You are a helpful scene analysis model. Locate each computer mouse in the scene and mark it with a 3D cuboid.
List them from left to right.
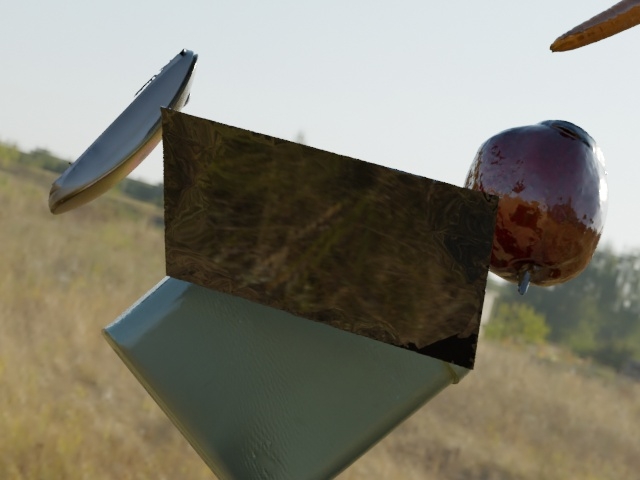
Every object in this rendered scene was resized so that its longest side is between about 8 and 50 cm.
[{"bbox_3d":[-0.274,-0.148,1.950,0.072,0.310,0.158,42,-17,-6],"label":"computer mouse"}]

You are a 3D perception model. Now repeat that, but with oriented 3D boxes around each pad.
[{"bbox_3d":[0.000,0.000,1.427,0.367,0.007,0.247,16,-46,14],"label":"pad"}]

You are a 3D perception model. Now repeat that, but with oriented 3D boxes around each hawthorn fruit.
[{"bbox_3d":[0.286,-0.032,1.801,0.215,0.249,0.215,4,-31,3],"label":"hawthorn fruit"}]

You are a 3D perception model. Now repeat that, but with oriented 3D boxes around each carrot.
[{"bbox_3d":[0.481,-0.358,2.090,0.066,0.271,0.062,56,-2,21],"label":"carrot"}]

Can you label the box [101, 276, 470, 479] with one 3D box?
[{"bbox_3d":[-0.047,0.139,1.756,0.352,0.344,0.177,51,-11,-5],"label":"box"}]
